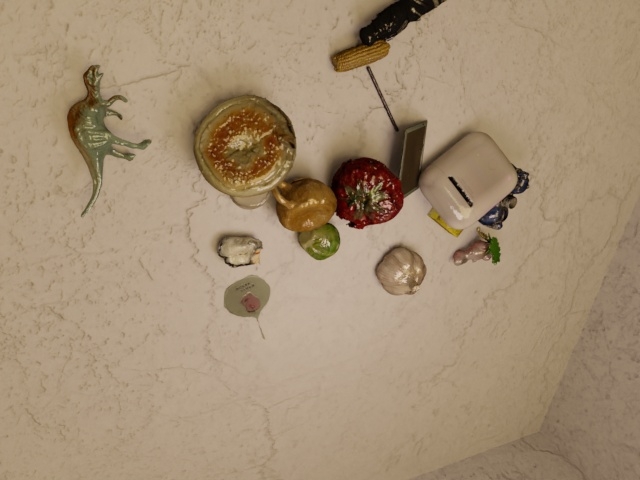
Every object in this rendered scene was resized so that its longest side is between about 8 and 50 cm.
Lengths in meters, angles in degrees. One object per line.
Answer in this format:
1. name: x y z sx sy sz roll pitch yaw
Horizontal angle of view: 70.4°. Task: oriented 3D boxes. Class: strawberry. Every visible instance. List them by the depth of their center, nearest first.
1. strawberry: 0.167 -0.174 1.603 0.274 0.220 0.274 10 128 13

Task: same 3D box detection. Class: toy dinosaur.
1. toy dinosaur: -0.587 -0.253 1.228 0.206 0.092 0.392 18 106 -33
2. toy dinosaur: 0.711 0.059 2.052 0.194 0.177 0.152 -55 127 -30

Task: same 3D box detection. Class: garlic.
1. garlic: 0.356 0.154 1.860 0.219 0.212 0.218 -9 118 -17

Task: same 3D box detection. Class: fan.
1. fan: -0.253 0.267 1.719 0.182 0.010 0.310 -26 123 -15

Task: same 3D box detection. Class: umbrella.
1. umbrella: 0.263 -0.726 1.427 0.358 0.106 0.113 -38 117 -9

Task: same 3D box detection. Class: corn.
1. corn: 0.130 -0.591 1.447 0.207 0.068 0.068 -24 123 -12

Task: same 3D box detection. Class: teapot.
1. teapot: -0.064 -0.142 1.521 0.203 0.167 0.311 -34 151 27

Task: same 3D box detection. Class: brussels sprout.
1. brussels sprout: 0.003 0.001 1.652 0.155 0.117 0.155 -20 130 -25

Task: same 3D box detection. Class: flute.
1. flute: 0.219 -0.488 1.579 0.014 0.014 0.269 -39 126 -5

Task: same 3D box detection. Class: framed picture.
1. framed picture: 0.336 -0.294 1.679 0.216 0.016 0.273 -31 132 -50

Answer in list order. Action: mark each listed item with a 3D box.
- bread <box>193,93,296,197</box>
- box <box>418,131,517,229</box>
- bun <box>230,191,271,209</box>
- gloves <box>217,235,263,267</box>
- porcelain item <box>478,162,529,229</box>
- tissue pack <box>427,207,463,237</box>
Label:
1. bread: -0.218 -0.272 1.346 0.306 0.159 0.305 0 92 -8
2. box: 0.577 -0.234 1.773 0.349 0.141 0.288 -39 95 -5
3. bun: -0.227 -0.165 1.466 0.138 0.094 0.138 0 87 -6
4. gloves: -0.277 0.037 1.553 0.153 0.070 0.114 2 121 -22
5. porcelain item: 0.766 -0.185 1.919 0.138 0.186 0.287 1 113 -32
6. tissue pack: 0.545 -0.096 1.922 0.176 0.062 0.095 32 97 -37
